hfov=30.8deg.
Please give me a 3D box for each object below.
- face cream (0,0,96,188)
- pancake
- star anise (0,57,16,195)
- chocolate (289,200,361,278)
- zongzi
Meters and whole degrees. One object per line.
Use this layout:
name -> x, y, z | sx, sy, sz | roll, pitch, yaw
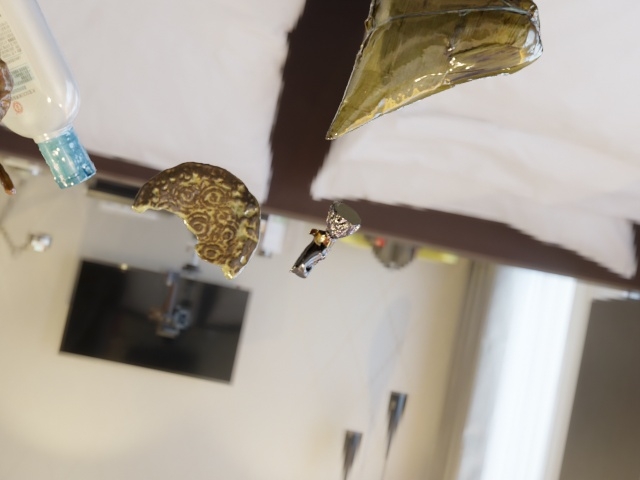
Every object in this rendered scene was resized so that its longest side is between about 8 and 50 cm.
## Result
face cream -> -0.429, -0.236, 1.698 | 0.163, 0.336, 0.080 | -12, -158, 37
pancake -> -0.178, -0.026, 1.734 | 0.184, 0.190, 0.020 | -16, 173, -14
star anise -> -0.427, -0.126, 1.369 | 0.196, 0.212, 0.111 | -2, 154, 30
chocolate -> 0.002, 0.000, 2.019 | 0.070, 0.147, 0.072 | 56, -158, 21
zongzi -> 0.202, -0.296, 2.047 | 0.323, 0.360, 0.160 | 14, 155, 23
